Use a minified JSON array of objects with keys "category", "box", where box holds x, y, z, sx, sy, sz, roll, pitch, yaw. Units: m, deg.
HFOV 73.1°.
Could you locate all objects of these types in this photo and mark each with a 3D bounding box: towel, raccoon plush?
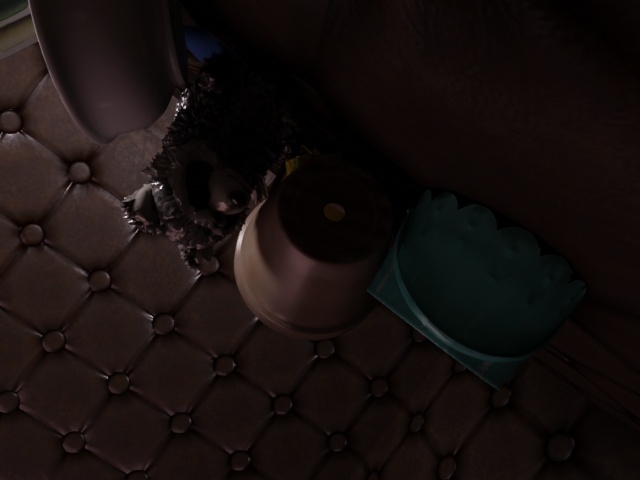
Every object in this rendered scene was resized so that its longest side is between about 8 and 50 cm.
[{"category":"towel","box":[-0.199,-0.233,1.214,0.187,0.049,0.283,-143,41,-74]},{"category":"raccoon plush","box":[-0.217,-0.123,0.777,0.216,0.299,0.446,39,168,-23]}]

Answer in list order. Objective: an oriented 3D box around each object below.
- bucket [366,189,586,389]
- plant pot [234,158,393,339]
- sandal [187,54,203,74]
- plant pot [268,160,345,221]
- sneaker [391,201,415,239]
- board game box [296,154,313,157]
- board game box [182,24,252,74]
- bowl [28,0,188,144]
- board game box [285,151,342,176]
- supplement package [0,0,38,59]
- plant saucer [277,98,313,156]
[{"category":"bucket","box":[0.218,0.075,0.654,0.281,0.183,0.281,36,180,0]},{"category":"plant pot","box":[0.000,0.000,0.803,0.323,0.323,0.280,37,156,7]},{"category":"sandal","box":[-0.327,-0.433,1.007,0.180,0.049,0.072,23,-175,4]},{"category":"plant pot","box":[-0.062,-0.098,1.272,0.212,0.187,0.212,35,-179,-16]},{"category":"sneaker","box":[0.221,0.011,0.858,0.234,0.078,0.106,35,177,15]},{"category":"board game box","box":[-0.051,-0.227,1.161,0.259,0.039,0.124,41,178,-36]},{"category":"board game box","box":[-0.163,-0.314,0.712,0.168,0.033,0.133,29,172,38]},{"category":"bowl","box":[-0.262,-0.285,0.593,0.134,0.298,0.298,-6,-172,-9]},{"category":"board game box","box":[-0.018,-0.162,0.937,0.181,0.092,0.043,-142,44,-75]},{"category":"supplement package","box":[-0.700,-0.546,0.939,0.198,0.262,0.199,37,158,38]},{"category":"plant saucer","box":[-0.093,-0.250,0.879,0.188,0.045,0.188,38,180,-16]}]
